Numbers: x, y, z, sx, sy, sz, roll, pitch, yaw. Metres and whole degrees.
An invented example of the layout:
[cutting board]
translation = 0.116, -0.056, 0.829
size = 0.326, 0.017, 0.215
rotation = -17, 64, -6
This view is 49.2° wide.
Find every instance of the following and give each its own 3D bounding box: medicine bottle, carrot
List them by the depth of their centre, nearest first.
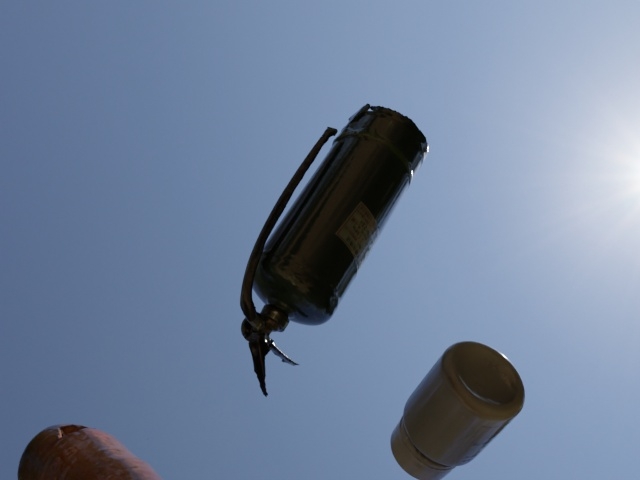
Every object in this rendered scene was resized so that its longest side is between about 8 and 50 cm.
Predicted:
[carrot]
translation = -0.181, 0.207, 0.579
size = 0.087, 0.193, 0.087
rotation = -6, -81, -46
[medicine bottle]
translation = 0.119, 0.158, 0.632
size = 0.080, 0.130, 0.080
rotation = 15, -138, -14

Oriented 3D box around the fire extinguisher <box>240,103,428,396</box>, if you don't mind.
[fire extinguisher]
translation = 0.000, 0.000, 0.660
size = 0.118, 0.093, 0.294
rotation = 54, -125, -34
